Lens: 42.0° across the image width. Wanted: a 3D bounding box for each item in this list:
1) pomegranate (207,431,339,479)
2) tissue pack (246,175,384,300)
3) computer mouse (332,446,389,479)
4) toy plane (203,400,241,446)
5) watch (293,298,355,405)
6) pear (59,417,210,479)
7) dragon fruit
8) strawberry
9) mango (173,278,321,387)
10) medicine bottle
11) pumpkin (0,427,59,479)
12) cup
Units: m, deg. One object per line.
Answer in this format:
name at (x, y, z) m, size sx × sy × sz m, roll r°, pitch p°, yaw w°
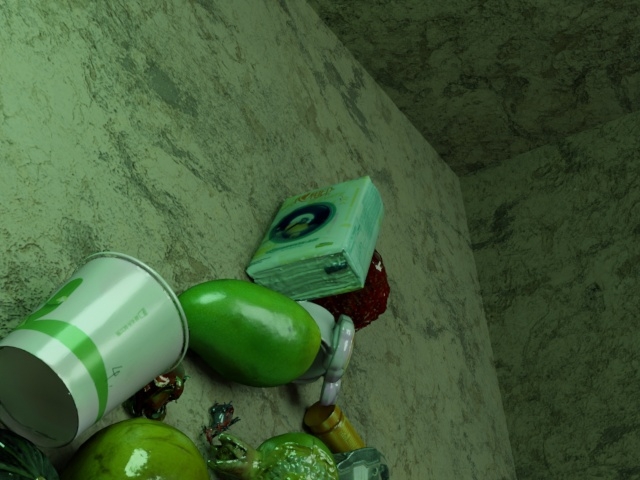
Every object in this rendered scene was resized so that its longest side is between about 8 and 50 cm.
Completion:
pomegranate at (-0.104, 0.502, 1.753) m, size 0.301 × 0.236 × 0.236 m, roll 30°, pitch 39°, yaw -17°
tissue pack at (0.000, 0.000, 2.232) m, size 0.162 × 0.287 × 0.388 m, roll 66°, pitch 25°, yaw -25°
computer mouse at (0.027, 0.613, 2.036) m, size 0.389 × 0.115 × 0.200 m, roll -3°, pitch 90°, yaw -45°
toy plane at (-0.215, 0.389, 1.790) m, size 0.145 × 0.037 × 0.060 m, roll -38°, pitch 117°, yaw -69°
watch at (-0.035, 0.265, 2.080) m, size 0.211 × 0.217 × 0.248 m, roll -78°, pitch -177°, yaw -48°
pear at (-0.297, 0.418, 1.328) m, size 0.269 × 0.269 × 0.321 m, roll 65°, pitch 17°, yaw -11°
dragon fruit at (-0.322, 0.263, 1.580) m, size 0.138 × 0.142 × 0.175 m, roll 20°, pitch 82°, yaw -29°
strawberry at (0.101, 0.120, 2.408) m, size 0.261 × 0.257 × 0.261 m, roll 48°, pitch 23°, yaw -29°
mango at (-0.169, 0.202, 1.822) m, size 0.382 × 0.225 × 0.201 m, roll 22°, pitch 36°, yaw -36°
medicine bottle at (0.044, 0.508, 2.164) m, size 0.192 × 0.096 × 0.096 m, roll 58°, pitch 27°, yaw -26°
pumpkin at (-0.451, 0.376, 1.116) m, size 0.250 × 0.216 × 0.250 m, roll 41°, pitch 6°, yaw -5°
cup at (-0.388, 0.186, 1.364) m, size 0.253 × 0.253 × 0.274 m, roll 63°, pitch 34°, yaw -15°
